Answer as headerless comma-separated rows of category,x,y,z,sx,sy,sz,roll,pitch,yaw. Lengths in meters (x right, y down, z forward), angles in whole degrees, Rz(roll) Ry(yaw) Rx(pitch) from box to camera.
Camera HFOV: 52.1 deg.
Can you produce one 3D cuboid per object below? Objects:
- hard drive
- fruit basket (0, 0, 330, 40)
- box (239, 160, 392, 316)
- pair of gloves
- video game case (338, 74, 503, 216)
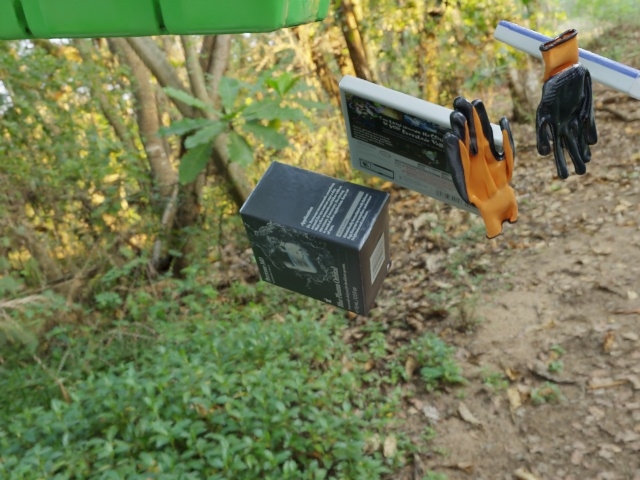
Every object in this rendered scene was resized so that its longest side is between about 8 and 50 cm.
hard drive,0.494,-0.316,1.186,0.210,0.040,0.318,4,28,-35
fruit basket,-0.158,-0.299,0.354,0.392,0.392,0.283,-15,17,16
box,0.000,0.000,0.822,0.158,0.156,0.093,18,58,19
pair of gloves,0.095,-0.048,0.304,0.083,0.074,0.010,-34,34,-10
video game case,0.117,-0.105,0.761,0.190,0.022,0.173,24,-19,18
